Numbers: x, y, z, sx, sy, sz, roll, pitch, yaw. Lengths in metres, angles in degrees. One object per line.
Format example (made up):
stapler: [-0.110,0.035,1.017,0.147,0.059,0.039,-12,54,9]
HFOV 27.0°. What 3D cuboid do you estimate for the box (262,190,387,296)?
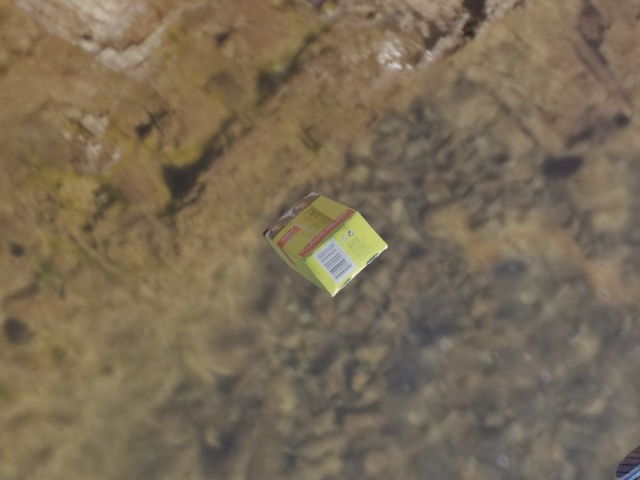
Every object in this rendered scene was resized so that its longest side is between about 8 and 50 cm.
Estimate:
box: [0.000,0.000,1.534,0.087,0.232,0.058,-42,105,-4]

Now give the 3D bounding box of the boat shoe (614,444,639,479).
boat shoe: [0.478,0.290,1.783,0.183,0.066,0.066,-30,94,-15]
